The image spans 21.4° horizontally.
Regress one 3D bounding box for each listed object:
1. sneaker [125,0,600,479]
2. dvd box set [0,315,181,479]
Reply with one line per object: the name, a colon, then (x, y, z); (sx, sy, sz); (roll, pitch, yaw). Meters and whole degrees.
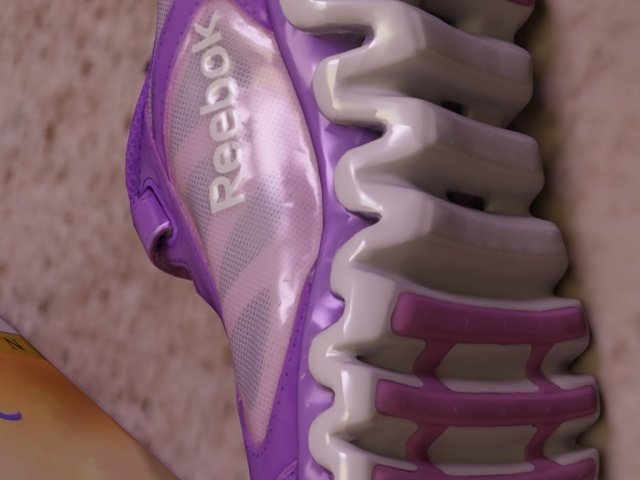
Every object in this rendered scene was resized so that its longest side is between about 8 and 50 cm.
sneaker: (0.000, 0.000, 0.423); (0.104, 0.095, 0.236); (-16, 69, 37)
dvd box set: (-0.053, 0.122, 0.304); (0.420, 0.307, 0.062); (37, 100, 32)
